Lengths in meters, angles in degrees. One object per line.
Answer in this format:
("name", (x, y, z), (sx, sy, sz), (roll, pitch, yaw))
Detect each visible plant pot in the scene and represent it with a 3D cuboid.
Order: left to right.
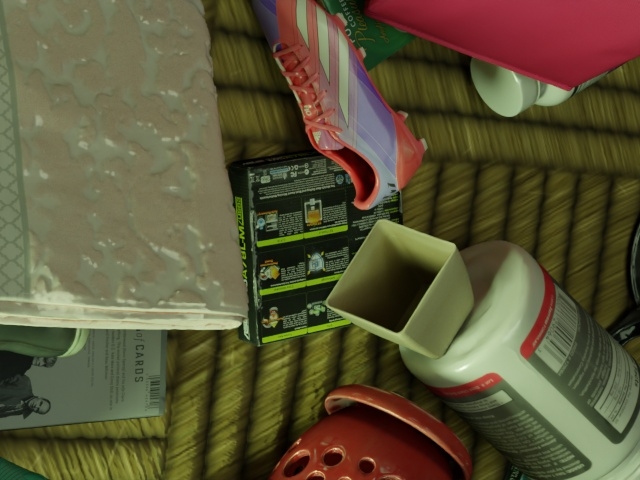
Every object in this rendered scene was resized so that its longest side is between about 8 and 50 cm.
("plant pot", (0.048, 0.255, 1.854), (0.191, 0.191, 0.174), (45, 65, -31))
("plant pot", (0.092, 0.059, 1.849), (0.109, 0.109, 0.096), (-57, 135, -13))

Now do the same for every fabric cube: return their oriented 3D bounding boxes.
("fabric cube", (0.226, -0.327, 1.761), (0.254, 0.258, 0.259), (16, 73, -21))

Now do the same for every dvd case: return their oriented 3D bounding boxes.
("dvd case", (-0.252, 0.086, 1.712), (0.238, 0.029, 0.179), (-2, 99, -34))

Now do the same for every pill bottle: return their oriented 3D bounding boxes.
("pill bottle", (0.244, 0.157, 1.969), (0.318, 0.176, 0.176), (43, 74, -31))
("pill bottle", (0.257, -0.210, 1.956), (0.193, 0.108, 0.108), (-31, 114, -26))

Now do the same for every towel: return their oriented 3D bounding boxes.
("towel", (-0.220, -0.086, 1.603), (0.317, 0.053, 0.332), (3, 69, -33))

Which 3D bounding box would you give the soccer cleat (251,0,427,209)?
("soccer cleat", (0.006, -0.144, 1.791), (0.095, 0.083, 0.248), (-46, 108, -25))

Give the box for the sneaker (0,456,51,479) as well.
("sneaker", (-0.320, 0.182, 1.588), (0.178, 0.124, 0.296), (8, 102, -5))

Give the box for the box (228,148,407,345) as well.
("box", (0.000, 0.000, 1.859), (0.190, 0.045, 0.184), (-12, 107, -33))

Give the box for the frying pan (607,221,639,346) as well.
("frying pan", (0.395, 0.042, 2.134), (0.326, 0.053, 0.197), (-22, 109, -33))

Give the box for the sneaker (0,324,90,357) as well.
("sneaker", (-0.271, -0.008, 1.605), (0.118, 0.083, 0.222), (4, 70, -49))

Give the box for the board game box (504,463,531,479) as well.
("board game box", (0.236, 0.348, 2.089), (0.126, 0.026, 0.186), (30, 81, -34))

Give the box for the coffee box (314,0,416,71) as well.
("coffee box", (0.072, -0.258, 1.863), (0.184, 0.040, 0.113), (-38, 115, -23))
